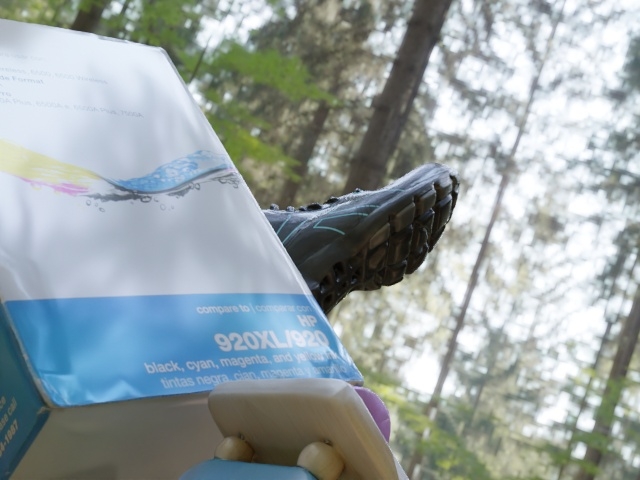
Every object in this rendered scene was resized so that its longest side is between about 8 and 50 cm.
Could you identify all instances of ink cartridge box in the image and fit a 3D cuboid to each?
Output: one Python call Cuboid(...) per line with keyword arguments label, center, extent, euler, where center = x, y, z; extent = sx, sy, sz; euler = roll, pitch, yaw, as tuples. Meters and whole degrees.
Cuboid(label="ink cartridge box", center=(-0.132, 0.031, 0.524), extent=(0.168, 0.171, 0.233), euler=(1, 47, -45))

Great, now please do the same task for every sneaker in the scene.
Cuboid(label="sneaker", center=(0.000, 0.000, 0.856), extent=(0.106, 0.267, 0.101), euler=(41, -32, 28))

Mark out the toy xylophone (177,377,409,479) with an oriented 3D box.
Cuboid(label="toy xylophone", center=(-0.093, 0.186, 0.338), extent=(0.081, 0.323, 0.236), euler=(46, -33, -13))
